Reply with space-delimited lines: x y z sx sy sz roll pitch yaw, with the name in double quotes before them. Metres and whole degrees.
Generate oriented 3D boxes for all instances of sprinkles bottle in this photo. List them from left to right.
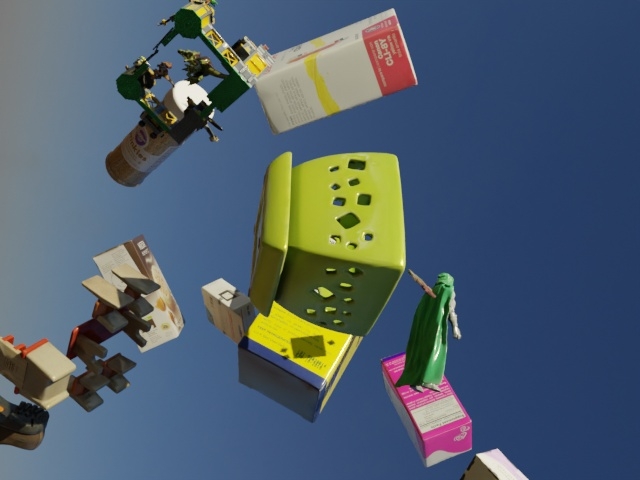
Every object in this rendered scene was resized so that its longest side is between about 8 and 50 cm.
"sprinkles bottle" -0.427 -0.271 1.699 0.355 0.121 0.121 -32 -127 37

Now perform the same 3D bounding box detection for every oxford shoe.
"oxford shoe" -0.638 0.345 1.243 0.083 0.227 0.096 -48 158 -68

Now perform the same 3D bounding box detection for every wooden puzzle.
"wooden puzzle" 0.181 0.077 1.158 0.006 0.083 0.049 -45 -134 8

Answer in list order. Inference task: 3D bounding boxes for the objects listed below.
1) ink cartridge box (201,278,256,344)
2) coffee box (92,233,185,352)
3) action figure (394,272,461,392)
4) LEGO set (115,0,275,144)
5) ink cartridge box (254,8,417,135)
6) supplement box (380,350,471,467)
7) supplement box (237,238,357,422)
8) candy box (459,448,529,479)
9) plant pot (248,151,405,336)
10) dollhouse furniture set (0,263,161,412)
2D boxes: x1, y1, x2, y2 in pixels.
"ink cartridge box" -0.207 0.176 1.550 0.180 0.060 0.104 27 -48 45
"coffee box" -0.421 0.120 1.527 0.141 0.098 0.246 -127 -167 -81
"action figure" 0.212 0.165 1.207 0.137 0.064 0.232 -20 -133 56
"LEGO set" -0.264 -0.378 1.424 0.331 0.255 0.192 -42 -166 36
"ink cartridge box" 0.038 -0.443 1.689 0.385 0.160 0.279 -18 -155 12
"supplement box" 0.223 0.349 1.387 0.220 0.114 0.111 -116 -170 -47
"supplement box" -0.006 0.179 1.429 0.356 0.194 0.195 -55 165 -32
"candy box" 0.290 0.482 1.086 0.165 0.070 0.196 44 -63 41
"plant pot" 0.000 0.000 1.032 0.228 0.207 0.227 108 -14 -52
"dollhouse furniture set" -0.447 0.187 1.200 0.135 0.259 0.261 32 -62 15
